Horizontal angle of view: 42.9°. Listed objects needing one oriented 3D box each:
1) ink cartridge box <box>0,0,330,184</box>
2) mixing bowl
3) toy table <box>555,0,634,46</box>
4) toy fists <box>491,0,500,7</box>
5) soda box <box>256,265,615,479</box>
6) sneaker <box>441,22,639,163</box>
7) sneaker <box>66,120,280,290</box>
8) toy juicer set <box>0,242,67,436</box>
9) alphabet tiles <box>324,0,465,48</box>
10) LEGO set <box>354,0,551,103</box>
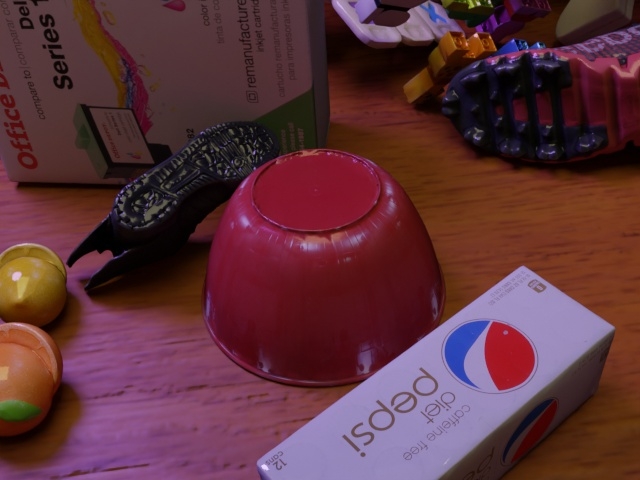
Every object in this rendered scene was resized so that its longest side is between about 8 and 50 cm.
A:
[{"bbox_3d":[-0.138,-0.153,0.667,0.278,0.201,0.117,2,43,6],"label":"ink cartridge box"},{"bbox_3d":[0.000,0.000,0.570,0.182,0.098,0.181,-2,43,1],"label":"mixing bowl"},{"bbox_3d":[0.336,-0.300,0.759,0.252,0.274,0.160,18,64,-23],"label":"toy table"},{"bbox_3d":[0.171,-0.316,0.791,0.096,0.142,0.279,18,3,-1],"label":"toy fists"},{"bbox_3d":[0.072,0.106,0.472,0.216,0.069,0.074,-32,50,-26],"label":"soda box"},{"bbox_3d":[0.247,-0.130,0.695,0.276,0.097,0.135,-3,23,18],"label":"sneaker"},{"bbox_3d":[-0.110,-0.026,0.616,0.170,0.089,0.051,-34,80,-27],"label":"sneaker"},{"bbox_3d":[-0.295,0.028,0.568,0.209,0.089,0.329,-25,46,-21],"label":"toy juicer set"},{"bbox_3d":[0.021,-0.295,0.837,0.284,0.021,0.278,-17,65,-46],"label":"alphabet tiles"},{"bbox_3d":[0.123,-0.177,0.758,0.227,0.093,0.087,-6,71,-40],"label":"LEGO set"}]
